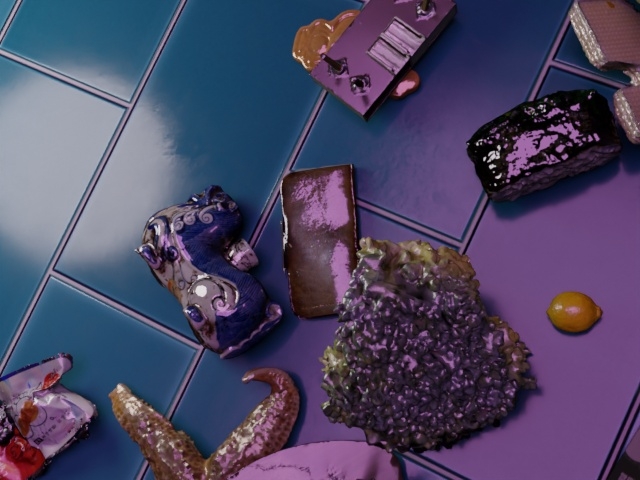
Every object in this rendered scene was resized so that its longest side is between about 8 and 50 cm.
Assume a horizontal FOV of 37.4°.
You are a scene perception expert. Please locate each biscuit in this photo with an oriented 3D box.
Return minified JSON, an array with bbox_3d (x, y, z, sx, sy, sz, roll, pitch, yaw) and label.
[{"bbox_3d":[0.482,-0.262,1.440,0.147,0.046,0.250,-12,72,-25],"label":"biscuit"},{"bbox_3d":[0.065,-0.323,1.617,0.236,0.040,0.144,13,76,16],"label":"biscuit"}]

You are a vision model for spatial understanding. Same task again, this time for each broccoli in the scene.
[{"bbox_3d":[0.125,0.138,1.383,0.293,0.281,0.348,-26,113,17],"label":"broccoli"}]

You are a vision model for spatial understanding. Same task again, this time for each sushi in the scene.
[{"bbox_3d":[0.340,-0.150,1.450,0.225,0.124,0.127,-21,75,12],"label":"sushi"}]

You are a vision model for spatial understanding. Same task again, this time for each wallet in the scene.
[{"bbox_3d":[0.000,0.000,1.564,0.137,0.031,0.255,-8,76,15],"label":"wallet"}]

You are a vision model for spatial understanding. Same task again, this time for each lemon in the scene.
[{"bbox_3d":[0.380,0.107,1.416,0.083,0.062,0.062,-2,78,17],"label":"lemon"}]

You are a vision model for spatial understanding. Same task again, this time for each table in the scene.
[{"bbox_3d":[0.098,-0.333,1.534,0.121,0.111,0.240,39,90,15],"label":"table"},{"bbox_3d":[-0.007,0.453,1.325,0.317,0.249,0.317,0,83,3],"label":"table"}]

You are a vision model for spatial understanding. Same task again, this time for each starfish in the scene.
[{"bbox_3d":[-0.227,0.371,1.526,0.432,0.082,0.324,-15,78,15],"label":"starfish"}]

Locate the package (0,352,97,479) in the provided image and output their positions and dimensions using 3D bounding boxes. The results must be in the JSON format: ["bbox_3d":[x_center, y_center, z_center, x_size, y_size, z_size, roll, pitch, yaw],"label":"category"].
[{"bbox_3d":[-0.507,0.309,1.627,0.269,0.071,0.194,-35,68,20],"label":"package"}]

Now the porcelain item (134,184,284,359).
[{"bbox_3d":[-0.172,0.050,1.561,0.186,0.138,0.288,-34,66,-12],"label":"porcelain item"}]

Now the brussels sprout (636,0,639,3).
[{"bbox_3d":[0.551,-0.479,1.368,0.281,0.289,0.354,12,54,10],"label":"brussels sprout"}]

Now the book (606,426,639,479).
[{"bbox_3d":[0.491,0.305,1.284,0.027,0.202,0.264,33,88,-19],"label":"book"}]
